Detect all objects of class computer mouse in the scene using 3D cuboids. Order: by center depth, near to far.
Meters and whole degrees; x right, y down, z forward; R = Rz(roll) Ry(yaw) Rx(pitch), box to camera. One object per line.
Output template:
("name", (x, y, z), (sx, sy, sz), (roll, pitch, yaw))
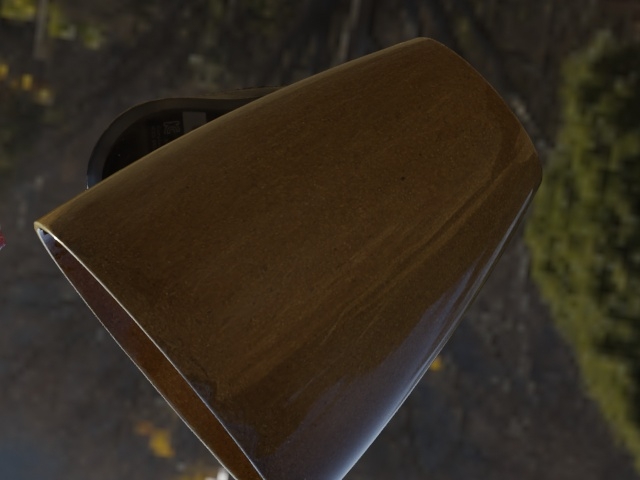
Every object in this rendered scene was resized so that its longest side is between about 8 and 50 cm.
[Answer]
("computer mouse", (-0.062, -0.050, 1.548), (0.272, 0.188, 0.072), (-3, -173, -27))

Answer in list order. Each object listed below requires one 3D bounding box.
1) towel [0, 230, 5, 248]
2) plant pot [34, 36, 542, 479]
("towel", (-0.376, -0.033, 1.831), (0.029, 0.197, 0.144), (18, -134, 40))
("plant pot", (0.000, 0.000, 1.191), (0.237, 0.254, 0.237), (47, 170, 11))
